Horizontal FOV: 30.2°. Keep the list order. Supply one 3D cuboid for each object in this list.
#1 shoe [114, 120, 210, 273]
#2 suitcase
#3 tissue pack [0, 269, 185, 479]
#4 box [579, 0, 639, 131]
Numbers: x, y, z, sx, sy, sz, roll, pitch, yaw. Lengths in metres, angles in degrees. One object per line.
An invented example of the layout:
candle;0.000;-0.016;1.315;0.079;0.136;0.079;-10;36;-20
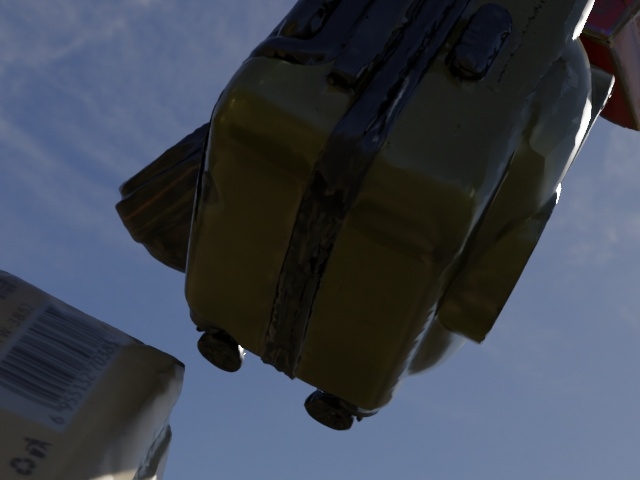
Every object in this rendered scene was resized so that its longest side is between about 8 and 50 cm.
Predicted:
shoe;0.000;0.000;1.058;0.171;0.237;0.384;-29;-6;34
suitcase;0.039;-0.033;0.570;0.143;0.194;0.235;29;-31;7
tissue pack;-0.154;0.084;0.339;0.186;0.222;0.090;20;-61;1
box;0.258;-0.180;0.870;0.048;0.175;0.112;36;-12;39
